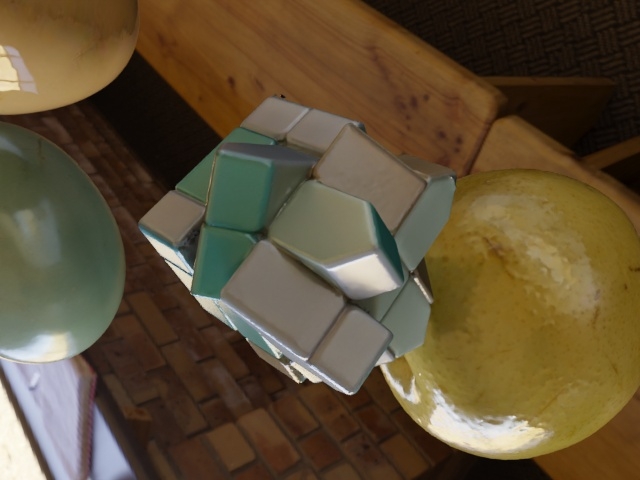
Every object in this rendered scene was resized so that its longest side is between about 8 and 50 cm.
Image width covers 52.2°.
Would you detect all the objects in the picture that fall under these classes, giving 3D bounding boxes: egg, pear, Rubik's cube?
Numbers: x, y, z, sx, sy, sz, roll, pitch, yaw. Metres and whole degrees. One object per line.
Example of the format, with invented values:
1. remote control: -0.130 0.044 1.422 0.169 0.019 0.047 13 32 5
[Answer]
1. egg: -0.234 -0.184 0.432 0.201 0.244 0.201 -22 57 37
2. pear: 0.222 0.083 0.787 0.348 0.348 0.348 20 117 46
3. Rubik's cube: 0.000 0.000 0.567 0.213 0.224 0.265 26 156 39
4. egg: -0.272 0.000 0.589 0.168 0.168 0.230 -27 90 51
